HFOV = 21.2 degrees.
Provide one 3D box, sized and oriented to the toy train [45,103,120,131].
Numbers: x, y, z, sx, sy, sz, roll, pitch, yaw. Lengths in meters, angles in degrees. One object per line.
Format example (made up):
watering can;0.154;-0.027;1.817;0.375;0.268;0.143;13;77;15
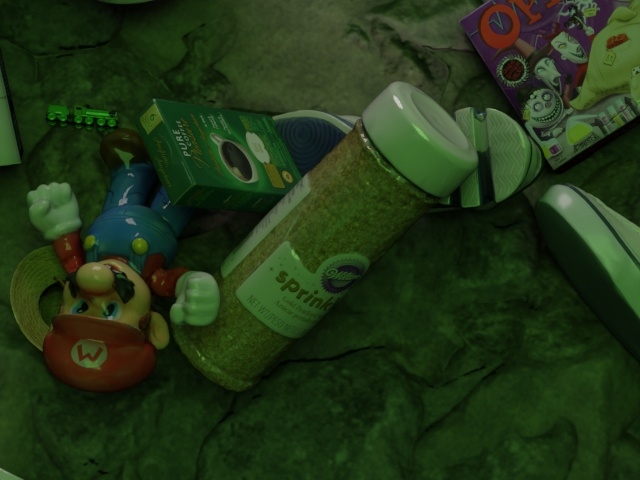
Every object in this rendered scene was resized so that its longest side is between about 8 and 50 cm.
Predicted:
toy train;-0.264;-0.137;1.899;0.083;0.017;0.024;6;64;-3

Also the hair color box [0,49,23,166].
hair color box;-0.434;-0.238;1.802;0.174;0.105;0.347;-12;100;-7

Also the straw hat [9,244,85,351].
straw hat;-0.273;0.076;1.815;0.144;0.061;0.144;15;60;-28

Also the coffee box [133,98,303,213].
coffee box;-0.100;-0.084;1.769;0.040;0.184;0.113;-41;64;31

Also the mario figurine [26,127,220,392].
mario figurine;-0.199;0.007;1.739;0.170;0.198;0.320;38;46;-29

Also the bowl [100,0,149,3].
bowl;-0.210;-0.351;1.873;0.289;0.289;0.156;-9;118;-7

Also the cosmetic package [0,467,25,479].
cosmetic package;-0.335;0.285;1.754;0.239;0.060;0.099;26;73;3

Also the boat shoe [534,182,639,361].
boat shoe;0.397;0.054;1.835;0.156;0.136;0.367;-41;84;-13

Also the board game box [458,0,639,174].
board game box;0.353;-0.253;1.897;0.347;0.056;0.208;-34;74;11

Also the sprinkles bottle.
sprinkles bottle;0.000;0.000;1.741;0.121;0.121;0.355;48;111;9

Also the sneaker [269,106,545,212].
sneaker;0.107;-0.076;1.856;0.315;0.182;0.127;0;88;27
